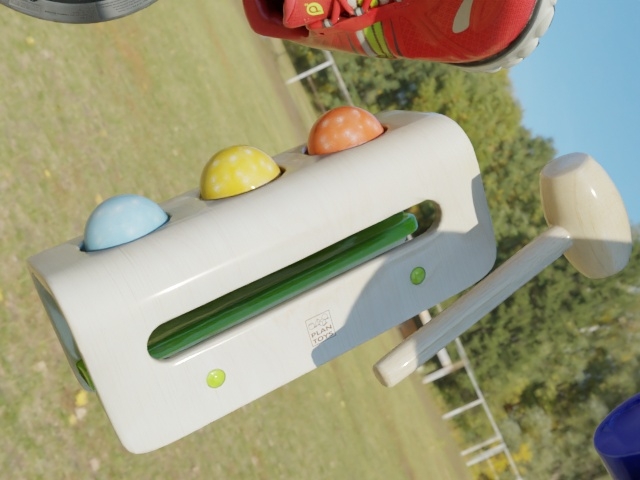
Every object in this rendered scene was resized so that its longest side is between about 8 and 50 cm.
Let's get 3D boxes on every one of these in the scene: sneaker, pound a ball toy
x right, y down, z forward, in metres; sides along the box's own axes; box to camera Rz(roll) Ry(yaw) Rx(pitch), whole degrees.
[{"bbox_3d":[0.036,-0.157,0.573,0.279,0.118,0.107,10,-74,59],"label":"sneaker"},{"bbox_3d":[0.000,0.000,0.550,0.208,0.319,0.135,20,-49,62],"label":"pound a ball toy"}]

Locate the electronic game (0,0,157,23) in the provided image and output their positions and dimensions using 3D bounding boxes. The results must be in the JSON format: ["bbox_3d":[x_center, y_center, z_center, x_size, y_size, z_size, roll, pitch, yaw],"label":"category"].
[{"bbox_3d":[-0.189,-0.275,0.662,0.048,0.229,0.229,-110,174,-60],"label":"electronic game"}]

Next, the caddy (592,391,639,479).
[{"bbox_3d":[0.475,0.279,1.004,0.179,0.341,0.241,50,32,-21],"label":"caddy"}]
